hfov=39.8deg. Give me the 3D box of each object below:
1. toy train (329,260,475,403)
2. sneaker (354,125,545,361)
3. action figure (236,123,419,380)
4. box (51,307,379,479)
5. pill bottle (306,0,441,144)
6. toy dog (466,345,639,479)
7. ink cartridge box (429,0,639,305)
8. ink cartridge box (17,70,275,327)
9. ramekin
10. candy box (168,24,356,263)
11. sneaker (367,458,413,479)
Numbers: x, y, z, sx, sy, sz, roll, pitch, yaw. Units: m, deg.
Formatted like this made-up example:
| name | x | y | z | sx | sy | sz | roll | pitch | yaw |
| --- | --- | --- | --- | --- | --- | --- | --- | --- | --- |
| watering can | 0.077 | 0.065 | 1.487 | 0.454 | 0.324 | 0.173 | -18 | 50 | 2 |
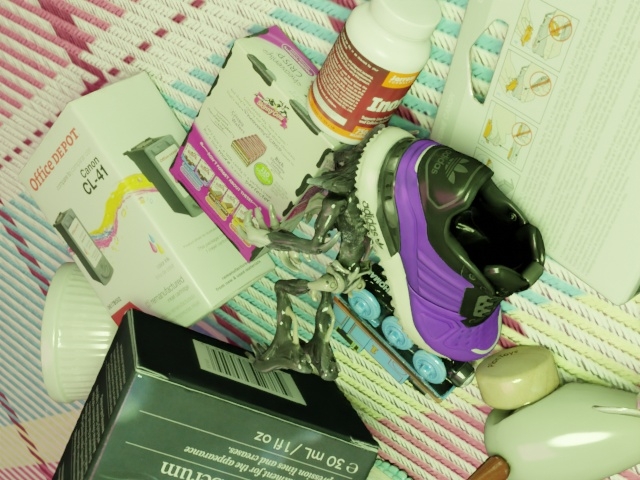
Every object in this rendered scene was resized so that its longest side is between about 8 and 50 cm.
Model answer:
| name | x | y | z | sx | sy | sz | roll | pitch | yaw |
| --- | --- | --- | --- | --- | --- | --- | --- | --- | --- |
| toy train | 0.091 | 0.103 | 0.989 | 0.184 | 0.080 | 0.105 | 44 | 145 | 11 |
| sneaker | 0.140 | 0.030 | 0.816 | 0.146 | 0.102 | 0.293 | 16 | 148 | 40 |
| action figure | 0.000 | 0.000 | 0.885 | 0.141 | 0.164 | 0.275 | 31 | 110 | 35 |
| box | -0.164 | 0.329 | 1.046 | 0.395 | 0.294 | 0.212 | -66 | 19 | 7 |
| pill bottle | 0.051 | -0.169 | 0.842 | 0.086 | 0.086 | 0.152 | 45 | 138 | 11 |
| toy dog | 0.264 | 0.194 | 0.819 | 0.220 | 0.161 | 0.334 | 56 | 138 | 0 |
| ink cartridge box | 0.219 | -0.118 | 0.743 | 0.239 | 0.060 | 0.275 | 41 | 138 | 31 |
| ink cartridge box | -0.235 | -0.027 | 1.164 | 0.306 | 0.131 | 0.226 | 55 | 138 | -1 |
| ramekin | -0.325 | 0.137 | 1.300 | 0.109 | 0.207 | 0.207 | 3 | 123 | 1 |
| candy box | -0.066 | -0.103 | 1.002 | 0.159 | 0.071 | 0.233 | 49 | 138 | 8 |
| sneaker | -0.005 | 0.338 | 1.186 | 0.283 | 0.122 | 0.110 | 3 | 117 | 42 |
